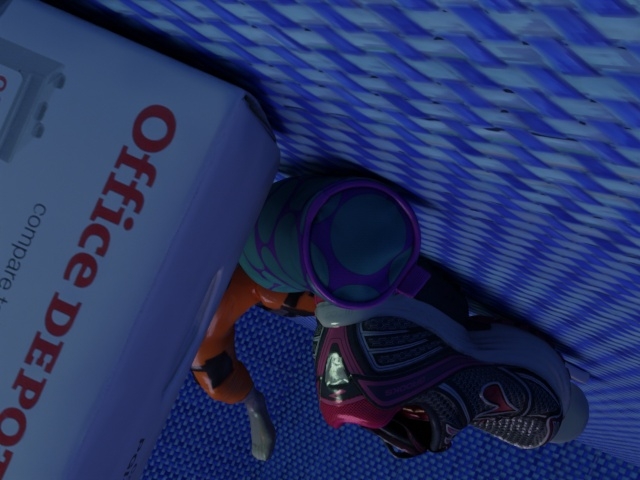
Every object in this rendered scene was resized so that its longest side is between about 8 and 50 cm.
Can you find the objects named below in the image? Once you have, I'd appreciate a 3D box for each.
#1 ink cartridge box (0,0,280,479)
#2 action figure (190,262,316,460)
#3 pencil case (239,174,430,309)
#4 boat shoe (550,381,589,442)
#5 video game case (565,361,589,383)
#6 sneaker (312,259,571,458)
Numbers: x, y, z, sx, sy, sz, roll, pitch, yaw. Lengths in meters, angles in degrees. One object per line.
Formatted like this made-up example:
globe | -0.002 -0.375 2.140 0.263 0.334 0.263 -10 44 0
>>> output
ink cartridge box | -0.187 -0.019 0.513 0.283 0.207 0.117 23 176 7
action figure | -0.135 0.049 0.938 0.341 0.178 0.330 -35 125 31
pencil case | 0.000 0.000 0.619 0.070 0.064 0.152 42 170 -13
boat shoe | 0.130 0.126 1.050 0.219 0.077 0.070 24 173 -6
video game case | 0.175 0.098 1.058 0.087 0.011 0.122 28 174 -24
sneaker | 0.086 0.110 0.858 0.121 0.112 0.299 -11 154 36
